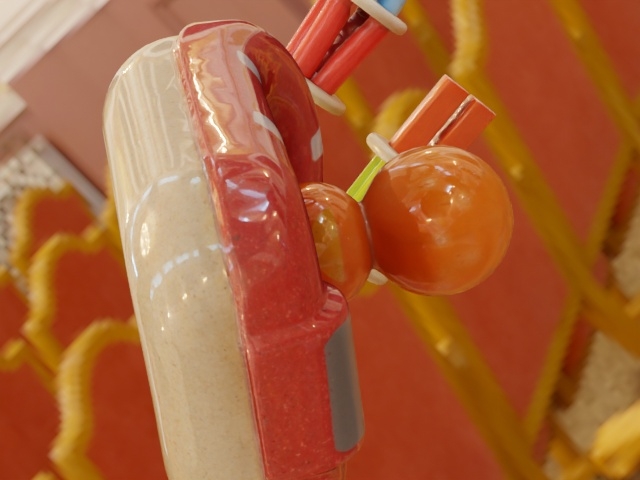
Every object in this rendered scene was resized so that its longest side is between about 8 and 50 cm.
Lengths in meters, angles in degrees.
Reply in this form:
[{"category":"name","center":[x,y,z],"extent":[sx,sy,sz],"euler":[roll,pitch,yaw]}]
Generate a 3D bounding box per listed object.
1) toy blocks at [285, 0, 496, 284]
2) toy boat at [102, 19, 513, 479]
[{"category":"toy blocks","center":[0.029,-0.072,0.916],"extent":[0.148,0.123,0.054],"euler":[-52,-18,9]},{"category":"toy boat","center":[0.000,0.000,0.744],"extent":[0.151,0.151,0.231],"euler":[-10,29,-5]}]
